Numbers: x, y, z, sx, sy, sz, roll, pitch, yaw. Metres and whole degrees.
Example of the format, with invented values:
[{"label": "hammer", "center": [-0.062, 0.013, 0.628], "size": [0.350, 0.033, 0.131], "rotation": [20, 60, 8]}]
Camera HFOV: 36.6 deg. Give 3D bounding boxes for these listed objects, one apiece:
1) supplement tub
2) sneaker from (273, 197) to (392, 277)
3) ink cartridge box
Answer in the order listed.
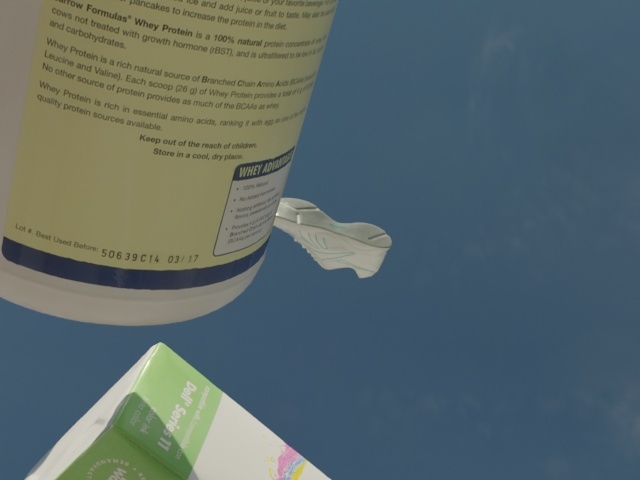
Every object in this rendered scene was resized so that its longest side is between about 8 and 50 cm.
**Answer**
[{"label": "supplement tub", "center": [-0.114, -0.136, 0.610], "size": [0.235, 0.235, 0.325], "rotation": [16, -65, -4]}, {"label": "sneaker", "center": [0.000, 0.000, 1.084], "size": [0.152, 0.054, 0.061], "rotation": [22, -56, 5]}, {"label": "ink cartridge box", "center": [-0.073, 0.280, 0.799], "size": [0.353, 0.119, 0.207], "rotation": [41, -65, -11]}]
